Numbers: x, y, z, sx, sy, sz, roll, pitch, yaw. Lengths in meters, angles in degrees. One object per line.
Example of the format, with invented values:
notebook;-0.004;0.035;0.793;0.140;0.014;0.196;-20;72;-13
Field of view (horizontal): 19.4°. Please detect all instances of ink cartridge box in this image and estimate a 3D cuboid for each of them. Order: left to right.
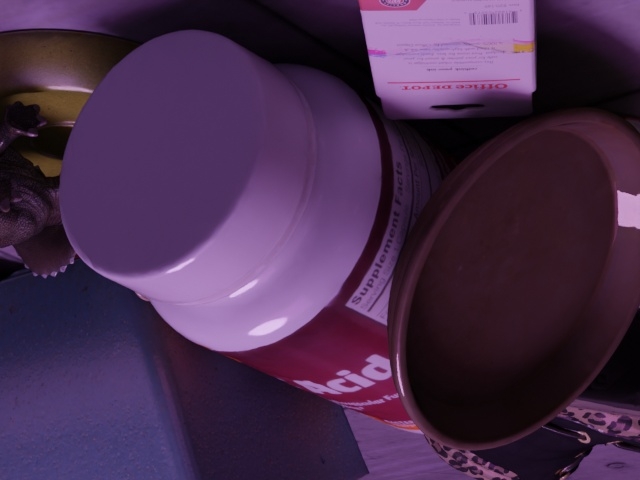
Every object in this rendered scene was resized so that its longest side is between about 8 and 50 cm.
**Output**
ink cartridge box;0.090;-0.154;1.277;0.115;0.067;0.198;0;156;6

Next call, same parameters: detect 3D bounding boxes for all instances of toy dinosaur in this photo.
toy dinosaur;-0.293;-0.036;1.420;0.313;0.121;0.160;3;148;-13

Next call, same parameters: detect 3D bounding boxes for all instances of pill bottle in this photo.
pill bottle;0.000;0.000;1.438;0.224;0.224;0.392;-15;153;33

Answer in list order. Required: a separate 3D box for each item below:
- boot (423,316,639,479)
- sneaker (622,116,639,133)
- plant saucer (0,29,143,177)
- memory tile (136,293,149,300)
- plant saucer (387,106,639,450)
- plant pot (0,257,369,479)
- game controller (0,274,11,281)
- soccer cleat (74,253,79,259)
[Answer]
boot;0.309;0.188;1.981;0.377;0.138;0.284;13;154;-17
sneaker;0.264;-0.022;1.523;0.252;0.111;0.103;14;154;-26
plant saucer;-0.199;-0.092;1.480;0.241;0.037;0.241;2;157;1
memory tile;-0.110;-0.003;1.496;0.012;0.113;0.148;-18;166;32
plant saucer;0.150;0.026;1.399;0.041;0.278;0.278;32;-179;42
plant pot;-0.149;0.127;1.580;0.247;0.252;0.248;-16;179;33
game controller;-0.384;0.096;1.896;0.166;0.067;0.319;17;153;-32
soccer cleat;-0.142;0.055;1.747;0.248;0.095;0.083;4;160;-1
